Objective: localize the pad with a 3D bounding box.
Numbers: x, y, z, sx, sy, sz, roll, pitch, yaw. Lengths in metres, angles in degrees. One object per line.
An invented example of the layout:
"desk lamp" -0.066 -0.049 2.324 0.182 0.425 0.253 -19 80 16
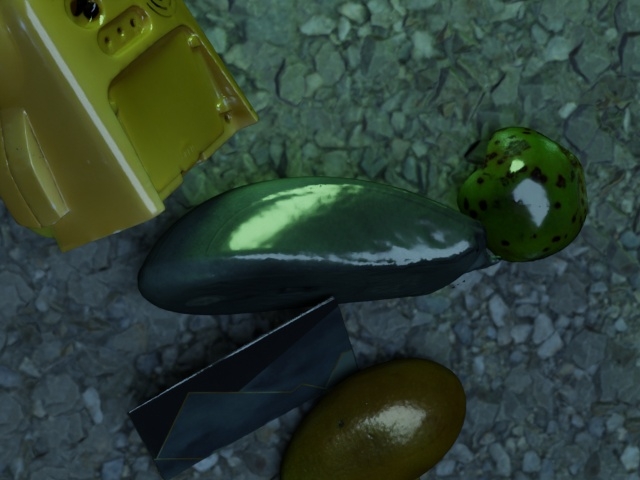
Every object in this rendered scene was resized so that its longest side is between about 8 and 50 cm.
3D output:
"pad" -0.076 0.157 1.857 0.243 0.004 0.163 -29 147 -7

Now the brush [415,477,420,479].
"brush" -0.040 0.333 1.948 0.337 0.020 0.085 -16 106 -12

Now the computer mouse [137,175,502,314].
"computer mouse" 0.000 0.000 1.805 0.371 0.188 0.121 -2 77 -8

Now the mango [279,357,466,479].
"mango" 0.052 0.209 1.912 0.227 0.099 0.136 -33 111 3

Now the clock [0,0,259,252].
"clock" -0.233 -0.179 1.668 0.200 0.244 0.317 -12 112 34

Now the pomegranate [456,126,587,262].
"pomegranate" 0.210 -0.032 1.886 0.169 0.122 0.143 -48 138 -4
